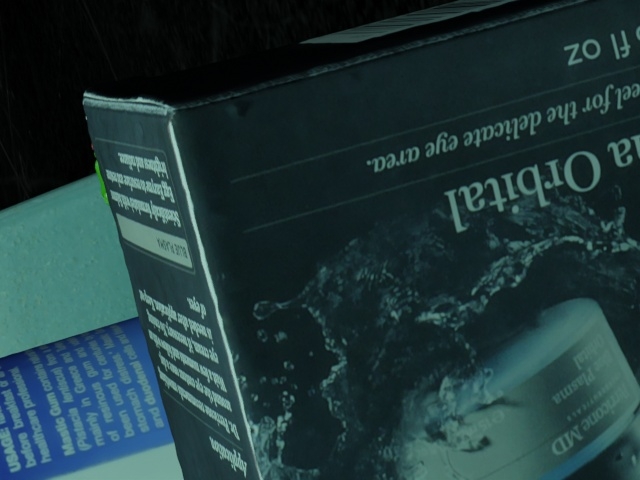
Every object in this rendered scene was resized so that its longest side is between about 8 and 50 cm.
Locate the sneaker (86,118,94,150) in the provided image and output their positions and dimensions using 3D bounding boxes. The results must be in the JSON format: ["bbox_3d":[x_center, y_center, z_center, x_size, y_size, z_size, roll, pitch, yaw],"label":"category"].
[{"bbox_3d":[-0.099,-0.049,1.060,0.118,0.067,0.042,100,150,-60],"label":"sneaker"}]

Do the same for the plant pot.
[{"bbox_3d":[-0.227,0.108,1.344,0.247,0.252,0.248,151,102,-75],"label":"plant pot"}]

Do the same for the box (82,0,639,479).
[{"bbox_3d":[0.046,0.023,0.427,0.093,0.156,0.158,-162,56,-71],"label":"box"}]

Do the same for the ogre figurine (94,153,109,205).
[{"bbox_3d":[0.000,0.000,0.648,0.197,0.118,0.097,-147,38,-70],"label":"ogre figurine"}]

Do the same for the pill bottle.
[{"bbox_3d":[-0.114,0.123,0.895,0.152,0.272,0.152,164,90,-76],"label":"pill bottle"}]
